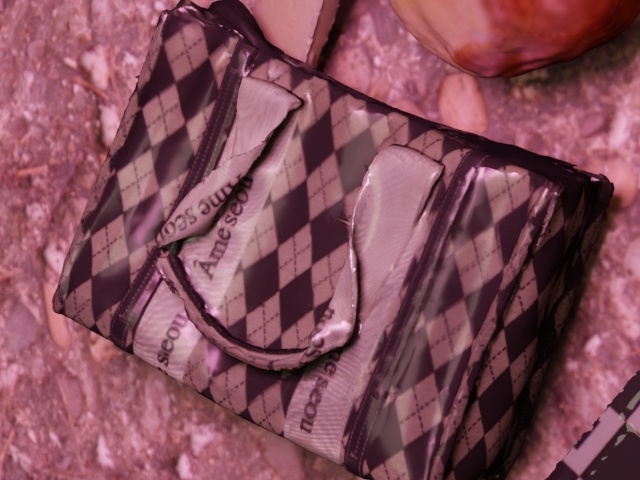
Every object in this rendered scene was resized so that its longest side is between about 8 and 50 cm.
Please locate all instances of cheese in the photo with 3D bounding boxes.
[{"bbox_3d":[-0.005,-0.252,1.480,0.085,0.034,0.400,44,132,29],"label":"cheese"}]

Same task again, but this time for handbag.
[{"bbox_3d":[0.000,0.000,1.458,0.416,0.180,0.316,25,106,26],"label":"handbag"}]

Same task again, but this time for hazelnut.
[{"bbox_3d":[0.158,-0.261,1.347,0.261,0.241,0.261,-5,80,30],"label":"hazelnut"}]

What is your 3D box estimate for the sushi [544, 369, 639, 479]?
[{"bbox_3d":[0.281,0.326,1.375,0.359,0.064,0.343,44,110,21],"label":"sushi"}]
